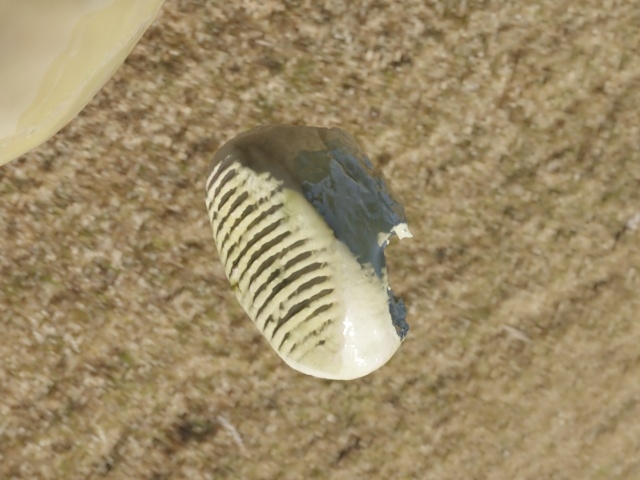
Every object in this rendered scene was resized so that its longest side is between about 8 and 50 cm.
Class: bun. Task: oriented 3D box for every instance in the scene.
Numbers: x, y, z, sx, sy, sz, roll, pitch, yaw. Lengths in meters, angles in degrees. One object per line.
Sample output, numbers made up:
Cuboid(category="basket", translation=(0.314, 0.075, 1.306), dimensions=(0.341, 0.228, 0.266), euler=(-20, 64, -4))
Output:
Cuboid(category="bun", translation=(0.000, 0.000, 1.083), dimensions=(0.116, 0.237, 0.210), euler=(-25, 159, -31))

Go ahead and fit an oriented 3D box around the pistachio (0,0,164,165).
Cuboid(category="pistachio", translation=(-0.106, -0.097, 0.386), dimensions=(0.215, 0.143, 0.144), euler=(-63, 147, -54))
